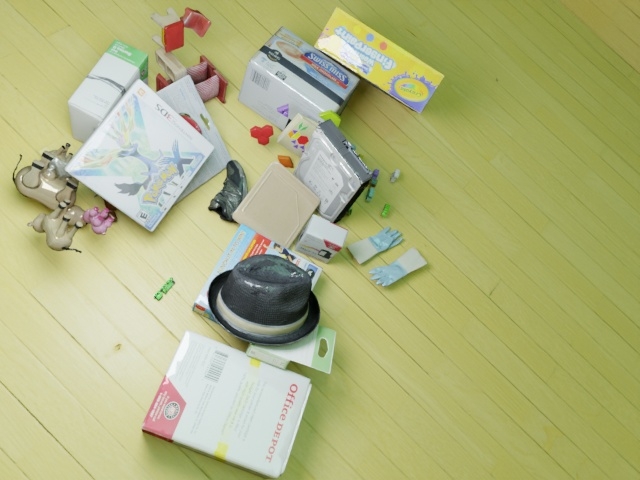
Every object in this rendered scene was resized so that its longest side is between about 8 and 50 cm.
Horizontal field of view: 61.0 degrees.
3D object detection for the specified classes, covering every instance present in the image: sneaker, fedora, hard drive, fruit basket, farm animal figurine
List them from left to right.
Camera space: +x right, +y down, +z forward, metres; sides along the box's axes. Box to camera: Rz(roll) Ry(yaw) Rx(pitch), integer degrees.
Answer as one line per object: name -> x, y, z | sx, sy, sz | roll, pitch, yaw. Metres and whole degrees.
farm animal figurine -> -0.744, -0.105, 1.564 | 0.327, 0.172, 0.330 | 41, 22, -6
fruit basket -> -0.481, -0.303, 1.731 | 0.353, 0.165, 0.327 | -47, 125, -36
sneaker -> -0.311, -0.166, 1.803 | 0.130, 0.087, 0.227 | -2, 73, -26
fedora -> -0.145, 0.140, 1.534 | 0.334, 0.152, 0.334 | 13, 39, -10
hard drive -> 0.029, -0.211, 1.794 | 0.064, 0.339, 0.237 | -33, 81, -27

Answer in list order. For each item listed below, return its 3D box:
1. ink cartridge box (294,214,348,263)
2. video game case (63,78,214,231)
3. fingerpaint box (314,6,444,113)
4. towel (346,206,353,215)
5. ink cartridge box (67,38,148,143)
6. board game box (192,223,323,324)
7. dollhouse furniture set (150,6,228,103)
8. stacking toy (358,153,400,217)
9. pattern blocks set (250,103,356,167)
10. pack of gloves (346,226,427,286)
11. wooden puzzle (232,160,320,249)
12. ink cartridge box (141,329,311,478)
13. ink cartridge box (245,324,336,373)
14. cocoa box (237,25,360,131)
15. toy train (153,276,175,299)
ink cartridge box -> 0.000, 0.000, 1.785 | 0.127, 0.175, 0.072 | 23, 65, -7
video game case -> -0.510, -0.240, 1.574 | 0.300, 0.036, 0.329 | 42, 75, -35
fingerpaint box -> 0.221, -0.666, 2.039 | 0.445, 0.371, 0.163 | 32, 106, -2
towel -> 0.062, -0.158, 1.915 | 0.023, 0.113, 0.152 | -33, 82, -4
ink cartridge box -> -0.673, -0.459, 1.740 | 0.122, 0.211, 0.289 | 26, 62, -7
board game box -> -0.192, 0.152, 1.704 | 0.302, 0.086, 0.308 | 29, 61, -4
dollhouse furniture set -> -0.422, -0.585, 1.791 | 0.201, 0.374, 0.152 | -35, 77, -26
stacking toy -> 0.190, -0.202, 2.011 | 0.167, 0.052, 0.221 | 21, 64, -7
pattern blocks set -> -0.048, -0.350, 1.873 | 0.325, 0.285, 0.026 | 36, 35, -39
pack of gloves -> 0.230, 0.062, 1.921 | 0.232, 0.046, 0.195 | -25, 65, -29
wooden puzzle -> -0.144, -0.106, 1.800 | 0.221, 0.044, 0.238 | 40, 78, -22
ink cartridge box -> -0.256, 0.460, 1.506 | 0.385, 0.160, 0.279 | 24, 61, -6
ink cartridge box -> -0.080, 0.293, 1.562 | 0.235, 0.056, 0.171 | 24, 36, -8
cocoa box -> -0.080, -0.544, 1.963 | 0.347, 0.231, 0.228 | 34, 60, -2
toy train -> -0.474, 0.147, 1.653 | 0.024, 0.017, 0.083 | 42, 61, -8
